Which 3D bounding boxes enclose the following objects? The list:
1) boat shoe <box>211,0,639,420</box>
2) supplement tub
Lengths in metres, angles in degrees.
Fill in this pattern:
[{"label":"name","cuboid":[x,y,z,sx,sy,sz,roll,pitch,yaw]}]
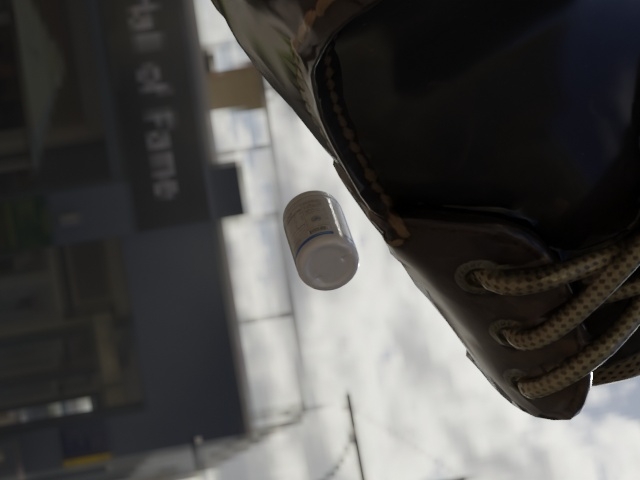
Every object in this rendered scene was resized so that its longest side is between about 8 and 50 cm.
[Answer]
[{"label":"boat shoe","cuboid":[0.073,-0.030,0.484,0.130,0.132,0.355,64,12,14]},{"label":"supplement tub","cuboid":[0.000,0.000,2.038,0.107,0.071,0.071,-108,-168,-57]}]
